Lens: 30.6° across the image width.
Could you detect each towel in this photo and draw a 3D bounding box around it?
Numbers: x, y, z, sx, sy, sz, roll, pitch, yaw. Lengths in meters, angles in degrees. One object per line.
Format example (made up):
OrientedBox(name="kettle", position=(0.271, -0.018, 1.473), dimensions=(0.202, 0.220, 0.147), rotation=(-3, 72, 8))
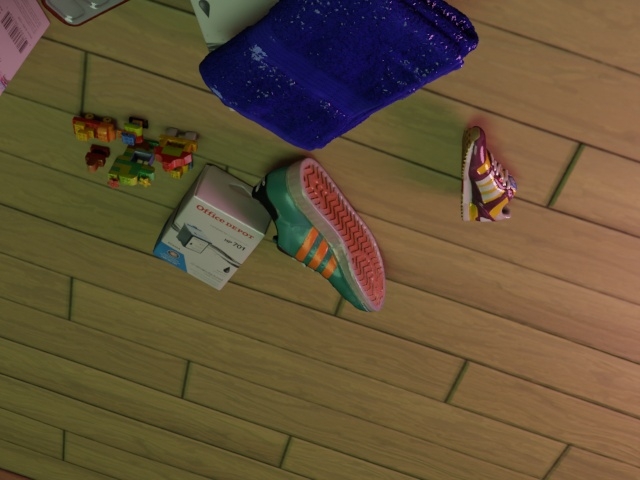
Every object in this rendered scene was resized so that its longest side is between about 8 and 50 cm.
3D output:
OrientedBox(name="towel", position=(0.019, -0.223, 1.470), dimensions=(0.227, 0.076, 0.308), rotation=(24, 144, -33))

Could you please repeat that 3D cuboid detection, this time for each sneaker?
OrientedBox(name="sneaker", position=(0.000, 0.000, 1.913), dimensions=(0.121, 0.108, 0.302), rotation=(-14, 121, 33))
OrientedBox(name="sneaker", position=(0.252, -0.100, 1.741), dimensions=(0.083, 0.070, 0.185), rotation=(1, 142, 7))

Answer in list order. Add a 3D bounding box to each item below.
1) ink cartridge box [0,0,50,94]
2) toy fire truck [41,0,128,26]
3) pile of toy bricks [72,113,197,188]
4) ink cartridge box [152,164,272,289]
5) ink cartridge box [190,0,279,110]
OrientedBox(name="ink cartridge box", position=(-0.564, -0.296, 1.677), dimensions=(0.197, 0.270, 0.198), rotation=(-5, 133, 25))
OrientedBox(name="toy fire truck", position=(-0.313, -0.417, 1.542), dimensions=(0.302, 0.169, 0.254), rotation=(-17, 139, 34))
OrientedBox(name="pile of toy bricks", position=(-0.308, -0.125, 1.887), dimensions=(0.212, 0.105, 0.118), rotation=(12, 138, 9))
OrientedBox(name="ink cartridge box", position=(-0.180, -0.020, 1.971), dimensions=(0.139, 0.082, 0.191), rotation=(29, 139, -11))
OrientedBox(name="ink cartridge box", position=(-0.056, -0.313, 1.583), dimensions=(0.198, 0.115, 0.273), rotation=(1, 136, 20))
